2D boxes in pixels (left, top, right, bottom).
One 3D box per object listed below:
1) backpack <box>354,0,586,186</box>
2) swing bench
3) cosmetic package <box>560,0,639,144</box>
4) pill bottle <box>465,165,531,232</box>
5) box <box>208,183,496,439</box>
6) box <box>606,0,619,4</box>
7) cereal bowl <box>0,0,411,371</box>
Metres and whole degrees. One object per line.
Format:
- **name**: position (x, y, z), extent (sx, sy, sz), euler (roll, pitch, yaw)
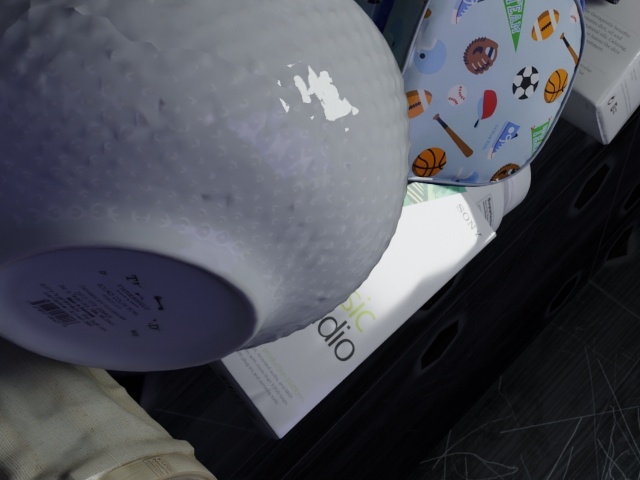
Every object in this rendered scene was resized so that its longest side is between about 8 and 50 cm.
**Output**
- **backpack**: position (0.102, -0.168, 0.776), extent (0.263, 0.213, 0.277), euler (0, 124, -41)
- **swing bench**: position (-0.224, 0.165, 0.691), extent (0.165, 0.253, 0.255), euler (-25, 146, -44)
- **cosmetic package**: position (0.375, -0.328, 1.095), extent (0.366, 0.197, 0.155), euler (-51, 155, 3)
- **pill bottle**: position (0.118, -0.038, 1.098), extent (0.283, 0.160, 0.160), euler (-33, 150, -35)
- **box**: position (0.000, 0.000, 0.895), extent (0.322, 0.232, 0.058), euler (-41, -167, -23)
- **box**: position (0.319, -0.405, 0.954), extent (0.247, 0.142, 0.163), euler (-54, 155, 9)
- **cereal bowl**: position (-0.110, -0.017, 0.540), extent (0.338, 0.141, 0.339), euler (-1, 149, 0)
